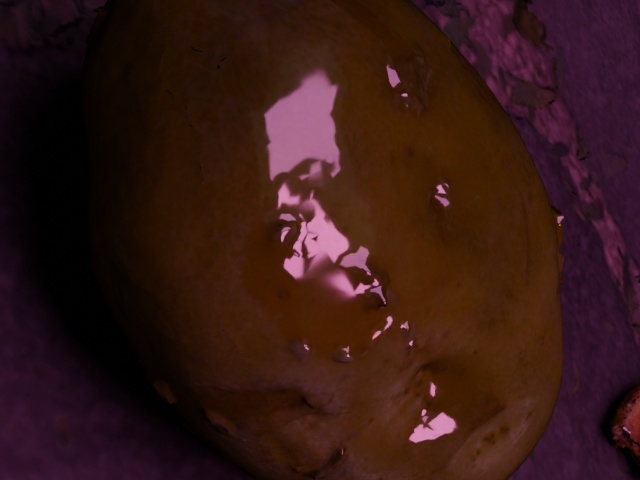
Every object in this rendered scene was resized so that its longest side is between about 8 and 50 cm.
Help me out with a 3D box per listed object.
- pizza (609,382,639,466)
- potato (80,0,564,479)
[{"bbox_3d":[0.198,0.117,0.766,0.099,0.029,0.100,20,53,-32],"label":"pizza"},{"bbox_3d":[0.000,0.000,0.510,0.186,0.148,0.253,-41,111,-34],"label":"potato"}]
